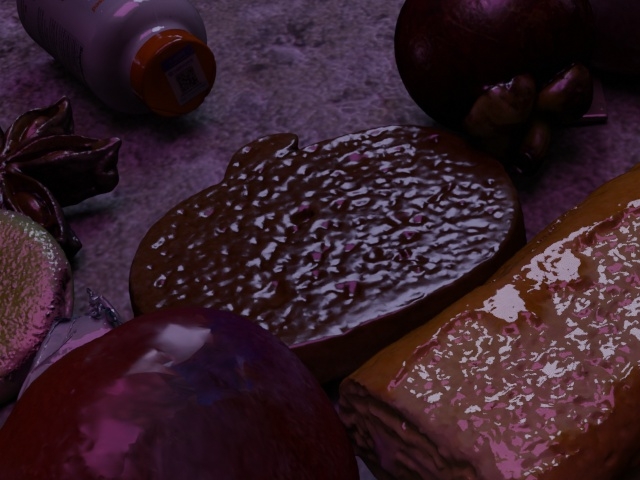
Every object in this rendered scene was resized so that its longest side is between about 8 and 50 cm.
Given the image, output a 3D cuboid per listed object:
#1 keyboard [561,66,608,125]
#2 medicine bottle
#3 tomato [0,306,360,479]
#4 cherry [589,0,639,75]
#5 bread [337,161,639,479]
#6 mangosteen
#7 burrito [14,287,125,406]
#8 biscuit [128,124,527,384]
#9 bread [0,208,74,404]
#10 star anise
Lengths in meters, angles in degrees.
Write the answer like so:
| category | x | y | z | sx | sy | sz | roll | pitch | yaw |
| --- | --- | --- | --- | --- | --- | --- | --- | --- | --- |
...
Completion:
| category | x | y | z | sx | sy | sz | roll | pitch | yaw |
| --- | --- | --- | --- | --- | --- | --- | --- | --- | --- |
| keyboard | 0.287 | -0.183 | 1.535 | 0.055 | 0.017 | 0.166 | -2 | 41 | 4 |
| medicine bottle | -0.237 | -0.249 | 1.623 | 0.157 | 0.157 | 0.288 | -30 | 43 | -21 |
| tomato | -0.089 | 0.177 | 1.003 | 0.289 | 0.176 | 0.335 | 43 | 45 | 14 |
| cherry | 0.404 | -0.300 | 1.496 | 0.307 | 0.221 | 0.261 | -30 | 38 | 6 |
| bread | 0.214 | 0.096 | 1.111 | 0.375 | 0.165 | 0.236 | -37 | 44 | -25 |
| mangosteen | 0.189 | -0.183 | 1.425 | 0.215 | 0.215 | 0.257 | -10 | 58 | 2 |
| burrito | -0.206 | 0.186 | 1.151 | 0.139 | 0.101 | 0.445 | -1 | 39 | 4 |
| biscuit | 0.001 | 0.007 | 1.338 | 0.394 | 0.070 | 0.350 | -19 | 39 | -11 |
| bread | -0.351 | 0.065 | 1.322 | 0.228 | 0.033 | 0.228 | -3 | 63 | 5 |
| star anise | -0.313 | -0.051 | 1.462 | 0.220 | 0.099 | 0.214 | -26 | 56 | -14 |
